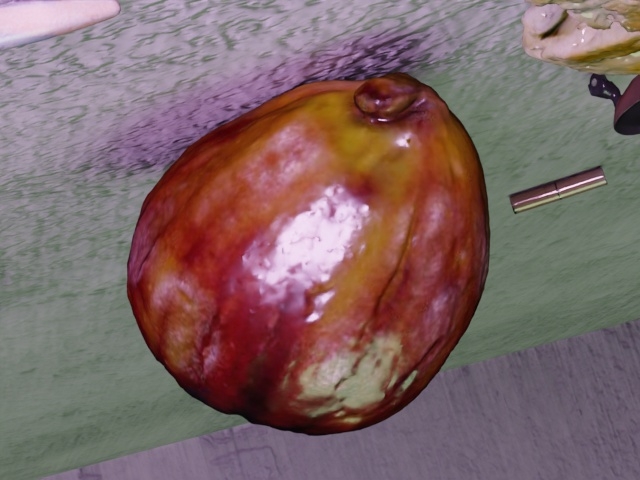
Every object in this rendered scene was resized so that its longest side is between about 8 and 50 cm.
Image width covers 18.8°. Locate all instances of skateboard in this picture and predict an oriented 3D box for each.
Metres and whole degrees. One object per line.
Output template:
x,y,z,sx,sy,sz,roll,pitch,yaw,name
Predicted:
0.266,-0.111,1.409,0.067,0.080,0.151,-4,163,-28,skateboard

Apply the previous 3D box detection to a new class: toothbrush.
-0.273,-0.073,0.910,0.375,0.037,0.028,-16,173,-19,toothbrush

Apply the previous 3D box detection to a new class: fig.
-0.002,0.009,1.266,0.263,0.224,0.224,-28,166,22,fig

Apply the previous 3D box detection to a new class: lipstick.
0.229,-0.048,1.863,0.094,0.019,0.019,-18,170,8,lipstick

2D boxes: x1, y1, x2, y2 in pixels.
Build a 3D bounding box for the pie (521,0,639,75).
0.242,-0.172,1.058,0.337,0.075,0.337,-16,169,-3,pie
